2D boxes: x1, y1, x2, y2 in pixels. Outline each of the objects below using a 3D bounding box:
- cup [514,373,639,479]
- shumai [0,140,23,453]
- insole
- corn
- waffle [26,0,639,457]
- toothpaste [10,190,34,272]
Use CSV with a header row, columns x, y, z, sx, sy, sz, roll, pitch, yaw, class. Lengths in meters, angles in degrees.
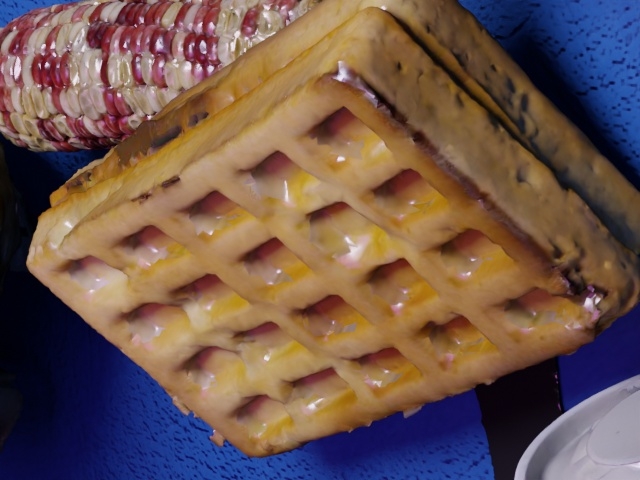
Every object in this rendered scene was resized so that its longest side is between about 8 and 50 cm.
x,y,z,sx,sy,sz,roll,pitch,yaw,class
0.240,0.174,0.939,0.241,0.185,0.226,-15,106,13,cup
-0.372,0.097,1.265,0.395,0.395,0.348,20,136,34,shumai
0.109,0.072,1.106,0.080,0.003,0.232,-4,107,43,insole
-0.088,-0.106,1.138,0.290,0.098,0.098,-2,108,38,corn
0.000,0.000,1.050,0.224,0.098,0.328,44,140,-17,waffle
-0.310,-0.022,1.415,0.255,0.037,0.067,8,117,34,toothpaste
